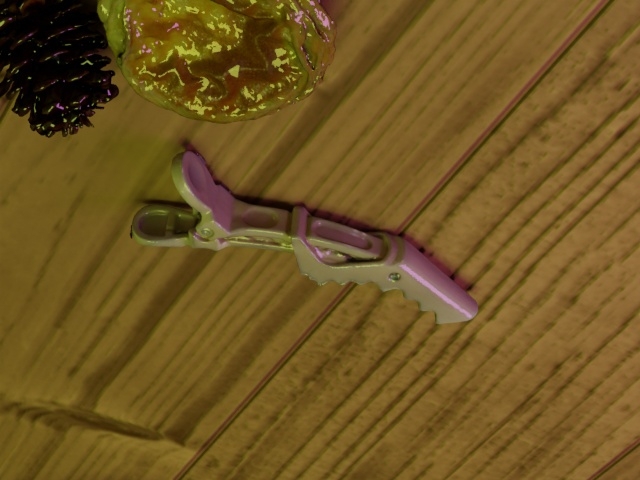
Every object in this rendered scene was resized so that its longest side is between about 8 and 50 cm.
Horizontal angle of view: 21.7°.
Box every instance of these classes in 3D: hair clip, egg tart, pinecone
[{"bbox_3d":[0.000,0.000,1.027,0.226,0.034,0.072,16,136,-10],"label":"hair clip"},{"bbox_3d":[-0.052,-0.118,0.891,0.130,0.052,0.130,5,138,5],"label":"egg tart"},{"bbox_3d":[-0.149,-0.097,0.910,0.077,0.083,0.077,-28,166,-8],"label":"pinecone"}]
